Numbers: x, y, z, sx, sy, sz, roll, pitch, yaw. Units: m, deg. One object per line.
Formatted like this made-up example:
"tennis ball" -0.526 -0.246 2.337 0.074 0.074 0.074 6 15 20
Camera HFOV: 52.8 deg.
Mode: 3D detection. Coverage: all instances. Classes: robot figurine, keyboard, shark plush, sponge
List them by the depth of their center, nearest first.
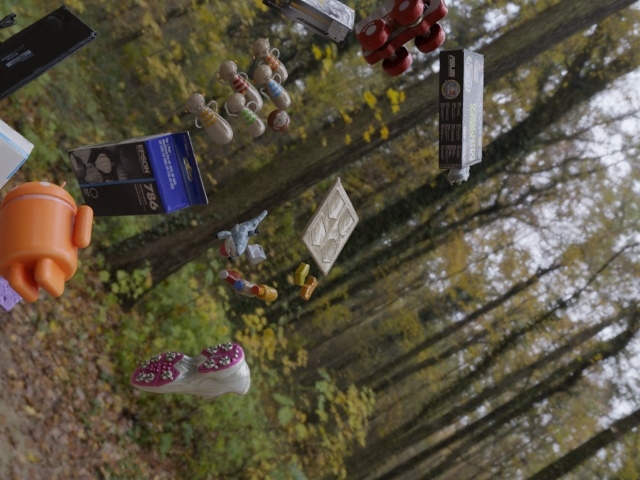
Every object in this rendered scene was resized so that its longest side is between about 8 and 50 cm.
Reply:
"robot figurine" -0.480 -0.008 1.091 0.128 0.158 0.219 22 45 -43
"keyboard" -0.644 -0.389 1.336 0.201 0.317 0.033 41 -22 17
"shark plush" -0.164 -0.010 1.462 0.067 0.161 0.073 -6 -70 37
"sponge" -0.857 0.075 1.691 0.031 0.117 0.210 -11 -56 47

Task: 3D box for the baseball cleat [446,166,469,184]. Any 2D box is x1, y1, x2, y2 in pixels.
"baseball cleat" 0.440 -0.247 2.080 0.206 0.072 0.109 -51 131 -70

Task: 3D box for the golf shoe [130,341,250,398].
"golf shoe" -0.314 0.341 1.570 0.115 0.307 0.140 -75 150 -53

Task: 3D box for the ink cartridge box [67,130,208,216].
"ink cartridge box" -0.405 -0.139 1.405 0.333 0.065 0.165 -2 -70 33

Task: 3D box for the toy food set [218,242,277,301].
"toy food set" -0.213 0.068 1.751 0.232 0.111 0.104 68 13 19

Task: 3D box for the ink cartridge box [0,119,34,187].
"ink cartridge box" -0.565 -0.151 1.113 0.090 0.092 0.143 42 1 -24

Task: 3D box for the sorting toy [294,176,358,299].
"sorting toy" 0.000 0.000 1.802 0.041 0.307 0.229 18 -25 29

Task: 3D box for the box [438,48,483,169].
"box" 0.340 -0.314 1.550 0.216 0.060 0.269 -23 114 -63

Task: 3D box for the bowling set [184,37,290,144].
"bowling set" -0.154 -0.349 1.526 0.200 0.287 0.154 27 -16 43

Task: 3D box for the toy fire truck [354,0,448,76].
"toy fire truck" 0.247 -0.690 2.032 0.169 0.302 0.253 35 35 -40

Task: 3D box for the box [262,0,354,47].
"box" -0.025 -0.601 1.659 0.231 0.056 0.183 27 33 -12
